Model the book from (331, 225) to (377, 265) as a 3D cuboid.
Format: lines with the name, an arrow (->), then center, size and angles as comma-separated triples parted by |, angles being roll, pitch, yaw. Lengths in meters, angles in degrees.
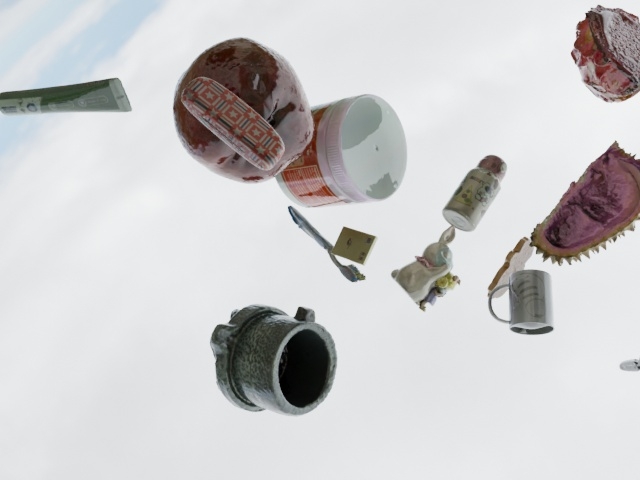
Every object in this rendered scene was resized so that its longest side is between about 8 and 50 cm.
book -> 0.083, 0.012, 1.598 | 0.111, 0.014, 0.077 | 19, -99, 42

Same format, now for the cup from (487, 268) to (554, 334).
cup -> 0.463, 0.140, 1.483 | 0.099, 0.135, 0.133 | 115, -17, -66

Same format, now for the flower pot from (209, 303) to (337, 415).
flower pot -> -0.143, 0.298, 1.681 | 0.282, 0.299, 0.299 | 2, -129, 44

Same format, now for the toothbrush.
toothbrush -> 0.000, 0.000, 1.729 | 0.042, 0.035, 0.413 | -12, -146, -25

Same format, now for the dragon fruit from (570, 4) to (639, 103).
dragon fruit -> 0.646, -0.408, 1.464 | 0.162, 0.189, 0.262 | 4, -130, 11

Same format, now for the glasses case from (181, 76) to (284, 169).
glasses case -> -0.145, -0.196, 1.094 | 0.073, 0.194, 0.049 | -55, -172, -36

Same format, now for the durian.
durian -> 0.670, -0.060, 1.562 | 0.341, 0.112, 0.191 | -51, -124, 6

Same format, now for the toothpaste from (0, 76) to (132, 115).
toothpaste -> -0.667, -0.355, 1.637 | 0.391, 0.099, 0.061 | -2, -135, 11

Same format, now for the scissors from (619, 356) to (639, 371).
scissors -> 0.669, 0.261, 1.363 | 0.017, 0.220, 0.088 | -27, -103, -1

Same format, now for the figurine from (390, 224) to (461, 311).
figurine -> 0.338, 0.079, 1.892 | 0.235, 0.127, 0.155 | -42, -114, 2

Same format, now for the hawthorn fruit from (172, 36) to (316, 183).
hawthorn fruit -> -0.158, -0.255, 1.319 | 0.295, 0.295, 0.311 | -45, -171, -7

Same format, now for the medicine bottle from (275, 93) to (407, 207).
medicine bottle -> 0.043, -0.208, 1.565 | 0.240, 0.252, 0.253 | -2, -131, 44

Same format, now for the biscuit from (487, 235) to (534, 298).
biscuit -> 0.497, 0.074, 1.700 | 0.027, 0.133, 0.184 | 33, -81, 33

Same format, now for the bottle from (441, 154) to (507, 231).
bottle -> 0.483, -0.155, 1.992 | 0.120, 0.120, 0.253 | 14, -117, 53
